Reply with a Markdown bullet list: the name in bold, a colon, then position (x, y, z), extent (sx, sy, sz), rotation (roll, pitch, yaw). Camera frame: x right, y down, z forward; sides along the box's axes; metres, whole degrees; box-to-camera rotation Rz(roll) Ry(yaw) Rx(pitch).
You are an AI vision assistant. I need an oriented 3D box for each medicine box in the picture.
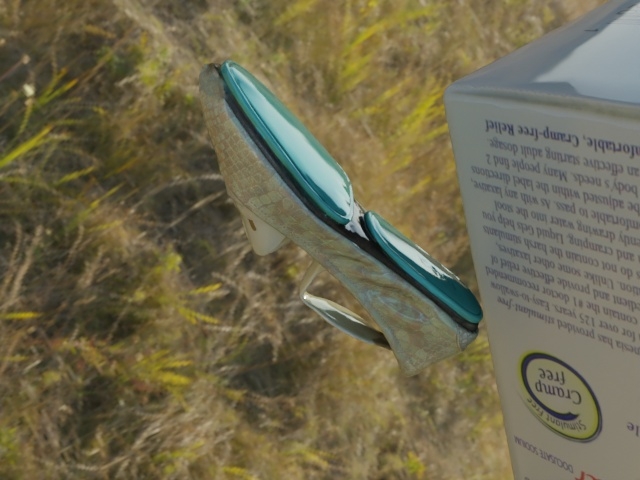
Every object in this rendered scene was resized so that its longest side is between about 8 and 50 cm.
- **medicine box**: position (0.223, 0.015, 0.492), extent (0.263, 0.149, 0.289), rotation (-31, 120, -28)

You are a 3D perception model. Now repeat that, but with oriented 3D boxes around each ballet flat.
- **ballet flat**: position (0.000, 0.000, 0.414), extent (0.168, 0.052, 0.057), rotation (44, 20, -19)
